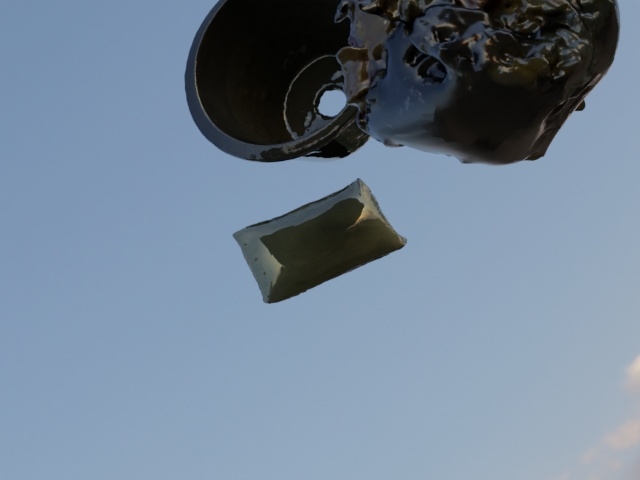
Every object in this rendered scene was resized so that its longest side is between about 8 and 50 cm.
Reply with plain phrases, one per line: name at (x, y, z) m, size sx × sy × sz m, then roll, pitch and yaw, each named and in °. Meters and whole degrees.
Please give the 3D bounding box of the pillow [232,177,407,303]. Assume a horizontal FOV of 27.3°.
pillow at (0.000, 0.000, 1.722) m, size 0.208 × 0.119 × 0.053 m, roll -25°, pitch -28°, yaw -12°

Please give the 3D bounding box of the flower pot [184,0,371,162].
flower pot at (-0.014, -0.199, 1.629) m, size 0.269 × 0.269 × 0.166 m, roll -49°, pitch -30°, yaw 6°

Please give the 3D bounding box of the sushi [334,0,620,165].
sushi at (0.119, -0.150, 1.032) m, size 0.213 × 0.200 × 0.204 m, roll -41°, pitch -19°, yaw -28°
